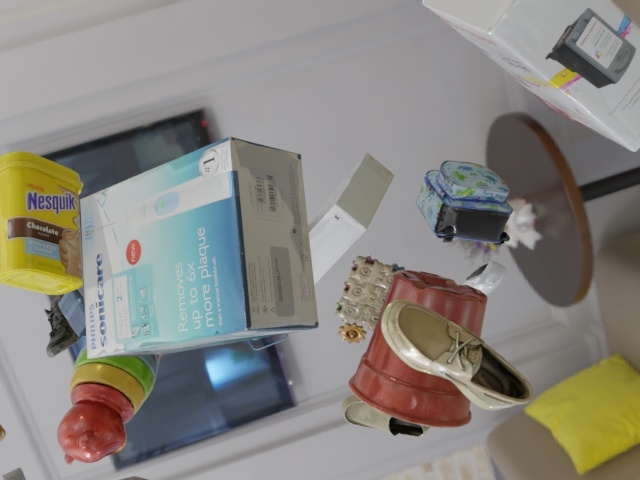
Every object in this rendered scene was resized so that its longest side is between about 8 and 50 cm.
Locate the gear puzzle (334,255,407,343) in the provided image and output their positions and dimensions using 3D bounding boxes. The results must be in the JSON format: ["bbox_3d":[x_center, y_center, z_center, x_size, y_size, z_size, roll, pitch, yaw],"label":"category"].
[{"bbox_3d":[0.139,0.181,2.098,0.044,0.175,0.339,-77,5,-52],"label":"gear puzzle"}]

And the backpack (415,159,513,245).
[{"bbox_3d":[0.183,-0.055,0.935,0.114,0.104,0.084,-117,36,-59],"label":"backpack"}]

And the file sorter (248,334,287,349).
[{"bbox_3d":[-0.170,0.209,2.067,0.104,0.118,0.170,-131,25,-54],"label":"file sorter"}]

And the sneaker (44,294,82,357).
[{"bbox_3d":[-0.696,0.226,1.933,0.130,0.087,0.227,58,-171,-12],"label":"sneaker"}]

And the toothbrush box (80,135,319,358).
[{"bbox_3d":[-0.160,0.023,0.897,0.126,0.295,0.217,7,-106,-49],"label":"toothbrush box"}]

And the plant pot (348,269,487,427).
[{"bbox_3d":[0.222,0.215,1.544,0.272,0.272,0.265,-129,52,-77],"label":"plant pot"}]

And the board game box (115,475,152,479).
[{"bbox_3d":[-0.555,0.792,1.894,0.141,0.232,0.291,-15,78,52],"label":"board game box"}]

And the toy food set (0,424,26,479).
[{"bbox_3d":[-0.733,0.541,1.647,0.232,0.111,0.104,61,157,13],"label":"toy food set"}]

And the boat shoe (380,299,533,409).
[{"bbox_3d":[0.236,0.193,1.237,0.302,0.109,0.098,37,153,-18],"label":"boat shoe"}]

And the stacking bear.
[{"bbox_3d":[-0.391,0.279,1.355,0.164,0.175,0.289,36,-142,-20],"label":"stacking bear"}]

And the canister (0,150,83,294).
[{"bbox_3d":[-0.386,-0.020,0.995,0.126,0.073,0.170,27,-132,-58],"label":"canister"}]

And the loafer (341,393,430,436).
[{"bbox_3d":[0.184,0.486,2.017,0.092,0.268,0.102,-56,-36,-65],"label":"loafer"}]

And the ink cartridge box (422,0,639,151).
[{"bbox_3d":[0.320,-0.276,0.999,0.306,0.131,0.226,27,-164,-27],"label":"ink cartridge box"}]

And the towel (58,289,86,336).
[{"bbox_3d":[-0.571,0.167,1.710,0.119,0.067,0.029,47,-162,30],"label":"towel"}]

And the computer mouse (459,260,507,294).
[{"bbox_3d":[0.376,0.117,1.772,0.193,0.106,0.042,-49,17,44],"label":"computer mouse"}]

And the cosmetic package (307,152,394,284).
[{"bbox_3d":[0.000,0.000,1.708,0.097,0.377,0.284,40,-146,-3],"label":"cosmetic package"}]
